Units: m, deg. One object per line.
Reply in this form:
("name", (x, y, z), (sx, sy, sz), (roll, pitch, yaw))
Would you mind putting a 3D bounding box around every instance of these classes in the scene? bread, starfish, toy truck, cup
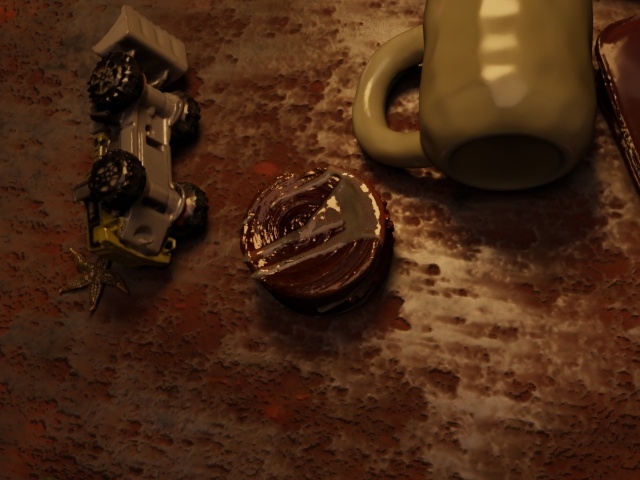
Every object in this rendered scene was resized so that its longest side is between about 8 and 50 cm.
("bread", (0.000, 0.000, 1.006), (0.160, 0.073, 0.161), (-6, 65, 14))
("starfish", (-0.248, 0.036, 1.085), (0.086, 0.016, 0.092), (8, 69, 14))
("toy truck", (-0.206, -0.111, 1.071), (0.111, 0.136, 0.286), (-18, 63, 29))
("cup", (0.146, -0.167, 0.980), (0.255, 0.173, 0.202), (0, 68, 13))

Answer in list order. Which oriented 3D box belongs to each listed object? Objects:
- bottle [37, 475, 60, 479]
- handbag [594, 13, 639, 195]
("bottle", (-0.148, 0.281, 0.783), (0.168, 0.347, 0.169), (-4, 70, 11))
("handbag", (0.421, -0.117, 0.945), (0.259, 0.084, 0.276), (-17, 67, 6))
